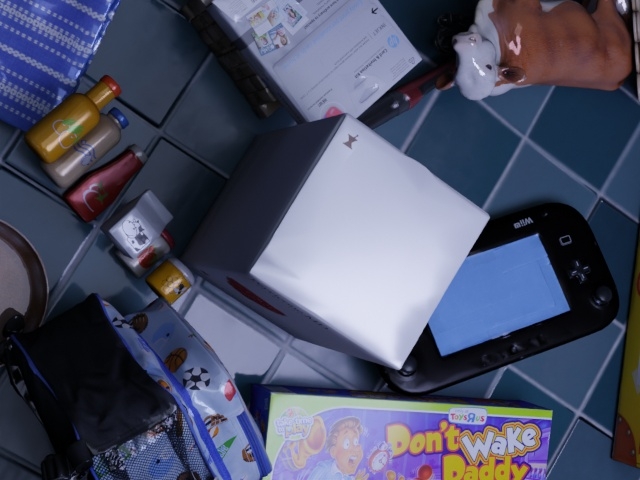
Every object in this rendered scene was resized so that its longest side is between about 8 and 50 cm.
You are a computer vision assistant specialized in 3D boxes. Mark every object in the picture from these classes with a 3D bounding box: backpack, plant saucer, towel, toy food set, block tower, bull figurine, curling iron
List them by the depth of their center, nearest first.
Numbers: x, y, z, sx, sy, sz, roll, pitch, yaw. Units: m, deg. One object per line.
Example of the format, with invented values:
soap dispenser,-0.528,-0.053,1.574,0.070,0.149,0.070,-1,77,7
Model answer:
towel,-0.303,-0.294,1.117,0.243,0.040,0.336,27,98,-9
backpack,-0.175,0.203,1.122,0.213,0.276,0.263,-21,122,-16
plant saucer,-0.365,0.054,1.164,0.168,0.029,0.168,0,90,-19
toy food set,-0.197,-0.052,1.177,0.104,0.111,0.232,-44,110,-15
block tower,-0.118,-0.293,1.210,0.091,0.097,0.335,-40,104,-14
curling iron,0.086,-0.175,1.313,0.274,0.035,0.068,-40,106,-16
bull figurine,0.249,-0.250,1.314,0.310,0.101,0.188,-2,92,-39

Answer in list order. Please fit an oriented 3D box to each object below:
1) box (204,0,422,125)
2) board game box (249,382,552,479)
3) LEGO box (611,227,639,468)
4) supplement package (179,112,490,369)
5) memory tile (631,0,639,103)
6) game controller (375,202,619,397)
box,-0.005,-0.215,1.181,0.145,0.038,0.186,-43,102,-12
board game box,0.084,0.293,1.299,0.347,0.078,0.233,6,89,-19
LEGO box,0.543,0.044,1.301,0.193,0.372,0.500,8,88,-19
supplement package,0.000,0.000,1.151,0.177,0.293,0.175,34,80,-16
memory tile,0.391,-0.240,1.387,0.012,0.113,0.148,-4,94,18
game controller,0.195,0.065,1.331,0.319,0.067,0.166,-17,87,-19
